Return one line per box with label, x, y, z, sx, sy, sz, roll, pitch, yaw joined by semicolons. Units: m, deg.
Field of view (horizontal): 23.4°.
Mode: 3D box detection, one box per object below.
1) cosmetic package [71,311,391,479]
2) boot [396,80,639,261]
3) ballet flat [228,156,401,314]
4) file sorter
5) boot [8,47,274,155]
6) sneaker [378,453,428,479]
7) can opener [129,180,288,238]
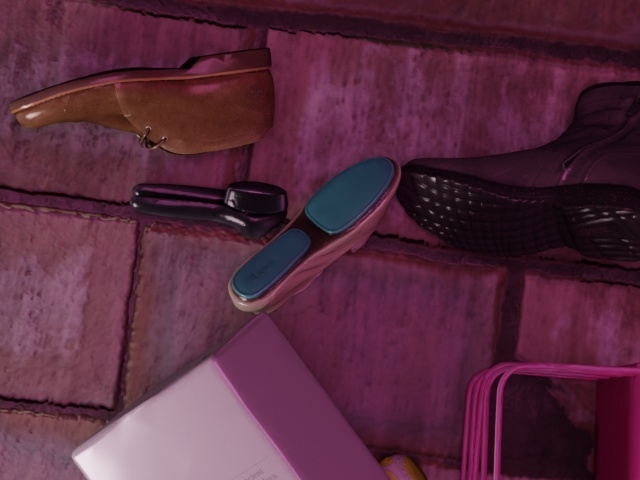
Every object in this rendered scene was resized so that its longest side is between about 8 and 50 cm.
cosmetic package;-0.034;0.335;1.698;0.230;0.161;0.453;-35;92;26
boot;0.272;-0.091;1.788;0.338;0.118;0.223;11;51;26
ballet flat;0.000;0.000;1.793;0.248;0.086;0.086;-38;92;-3
file sorter;0.258;0.234;1.692;0.182;0.291;0.202;3;83;-1
boot;-0.201;-0.145;1.770;0.305;0.112;0.115;-8;100;-6
sneaker;0.117;0.367;1.798;0.126;0.091;0.240;-36;93;15
can opener;-0.128;-0.044;1.795;0.186;0.059;0.073;5;115;6
